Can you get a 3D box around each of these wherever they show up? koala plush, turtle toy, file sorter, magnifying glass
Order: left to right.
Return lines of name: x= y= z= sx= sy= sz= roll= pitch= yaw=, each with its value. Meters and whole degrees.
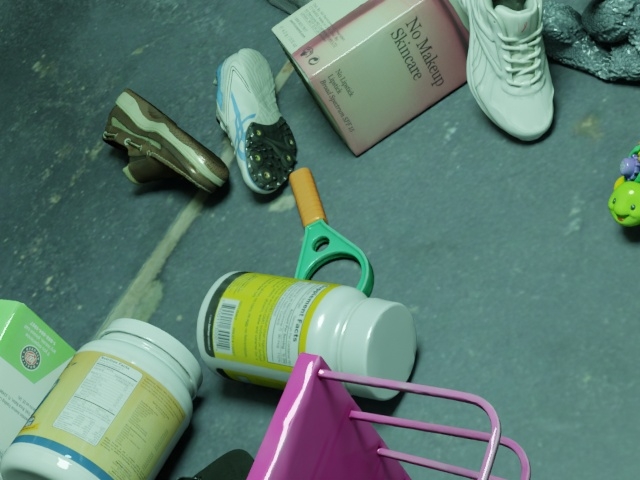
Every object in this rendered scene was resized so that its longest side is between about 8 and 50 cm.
magnifying glass: x=0.000 y=0.000 z=1.369 sx=0.092 sy=0.026 sz=0.231 roll=-26 pitch=45 yaw=9
file sorter: x=0.078 y=0.258 z=0.926 sx=0.182 sy=0.291 sz=0.202 roll=6 pitch=58 yaw=31
koala plush: x=0.333 y=-0.300 z=1.281 sx=0.196 sy=0.221 sz=0.203 roll=-41 pitch=45 yaw=-6
turtle toy: x=0.338 y=-0.062 z=1.192 sx=0.095 sy=0.066 sz=0.130 roll=23 pitch=68 yaw=41

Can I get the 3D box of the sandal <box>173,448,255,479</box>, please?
sandal: x=-0.147 y=0.271 z=1.219 sx=0.179 sy=0.040 sz=0.067 roll=-38 pitch=45 yaw=-3

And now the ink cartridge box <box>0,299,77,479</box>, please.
ink cartridge box: x=-0.364 y=0.226 z=1.272 sx=0.114 sy=0.198 sz=0.273 roll=4 pitch=56 yaw=33

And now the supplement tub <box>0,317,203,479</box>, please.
supplement tub: x=-0.224 y=0.195 z=1.243 sx=0.144 sy=0.144 sz=0.200 roll=4 pitch=46 yaw=33

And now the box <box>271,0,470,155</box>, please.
box: x=0.085 y=-0.241 z=1.430 sx=0.232 sy=0.148 sz=0.127 roll=-34 pitch=45 yaw=2

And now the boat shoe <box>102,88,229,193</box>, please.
boat shoe: x=-0.209 y=-0.107 z=1.545 sx=0.095 sy=0.095 sz=0.257 roll=-53 pitch=40 yaw=2

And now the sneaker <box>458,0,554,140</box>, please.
sneaker: x=0.206 y=-0.219 z=1.292 sx=0.090 sy=0.232 sz=0.115 roll=-19 pitch=9 yaw=-5

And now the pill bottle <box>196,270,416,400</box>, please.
pill bottle: x=-0.014 y=0.100 z=1.228 sx=0.208 sy=0.119 sz=0.119 roll=7 pitch=58 yaw=34

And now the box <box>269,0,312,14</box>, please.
box: x=0.057 y=-0.429 z=1.644 sx=0.290 sy=0.087 sz=0.169 roll=-43 pitch=45 yaw=-8

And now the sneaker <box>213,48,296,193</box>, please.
sneaker: x=-0.090 y=-0.144 z=1.512 sx=0.086 sy=0.085 sz=0.237 roll=-42 pitch=42 yaw=32
